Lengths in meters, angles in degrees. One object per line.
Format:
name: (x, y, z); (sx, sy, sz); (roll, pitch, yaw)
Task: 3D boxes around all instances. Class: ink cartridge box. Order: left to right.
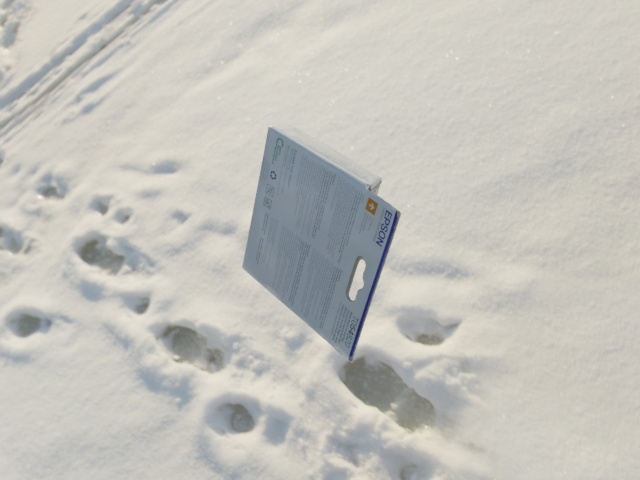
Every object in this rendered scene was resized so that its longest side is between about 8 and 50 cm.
ink cartridge box: (0.000, 0.000, 0.740); (0.045, 0.223, 0.224); (-17, 44, -42)
